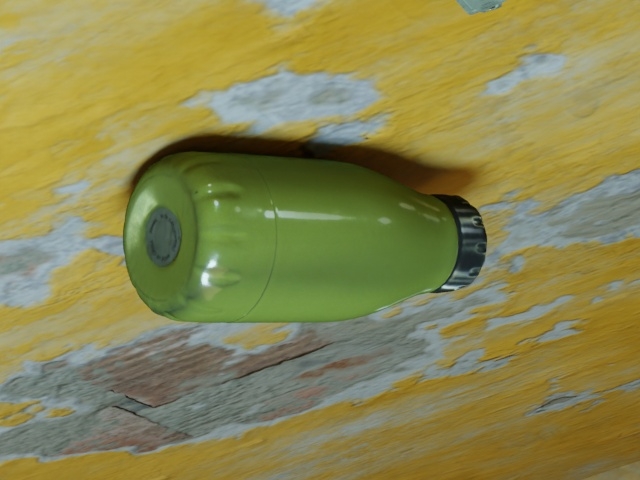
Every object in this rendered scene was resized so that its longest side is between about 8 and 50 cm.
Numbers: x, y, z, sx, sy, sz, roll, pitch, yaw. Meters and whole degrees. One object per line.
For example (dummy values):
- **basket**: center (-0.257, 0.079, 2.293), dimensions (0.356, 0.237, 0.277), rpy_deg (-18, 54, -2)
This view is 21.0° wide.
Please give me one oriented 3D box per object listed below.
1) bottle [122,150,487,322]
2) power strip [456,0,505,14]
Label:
- **bottle**: center (0.000, 0.000, 1.170), dimensions (0.260, 0.112, 0.112), rpy_deg (2, 154, -39)
- **power strip**: center (0.083, -0.149, 0.973), dimensions (0.027, 0.017, 0.083), rpy_deg (-23, 159, 17)
